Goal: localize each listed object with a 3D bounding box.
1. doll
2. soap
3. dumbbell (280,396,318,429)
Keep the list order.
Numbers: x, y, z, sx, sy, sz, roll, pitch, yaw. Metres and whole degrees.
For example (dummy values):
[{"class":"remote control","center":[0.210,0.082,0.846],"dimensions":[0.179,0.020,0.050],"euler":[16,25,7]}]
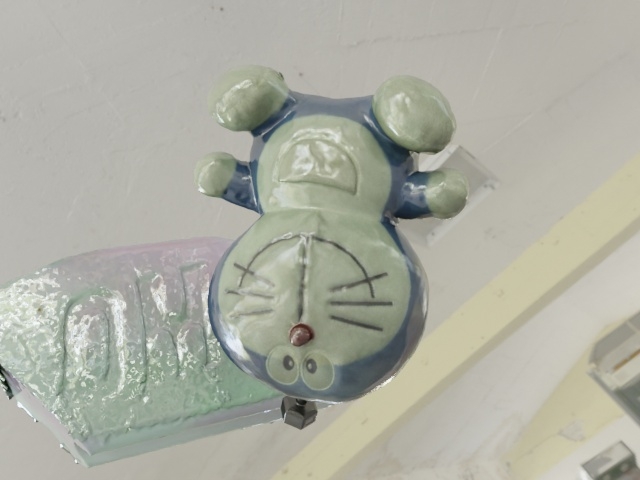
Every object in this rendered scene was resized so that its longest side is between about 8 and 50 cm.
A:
[{"class":"doll","center":[0.000,0.000,0.400],"dimensions":[0.228,0.259,0.154],"euler":[6,-12,8]},{"class":"soap","center":[-0.199,0.139,0.663],"dimensions":[0.446,0.261,0.156],"euler":[-7,-26,-19]},{"class":"dumbbell","center":[-0.017,0.151,0.488],"dimensions":[0.036,0.040,0.083],"euler":[4,-62,-16]}]
